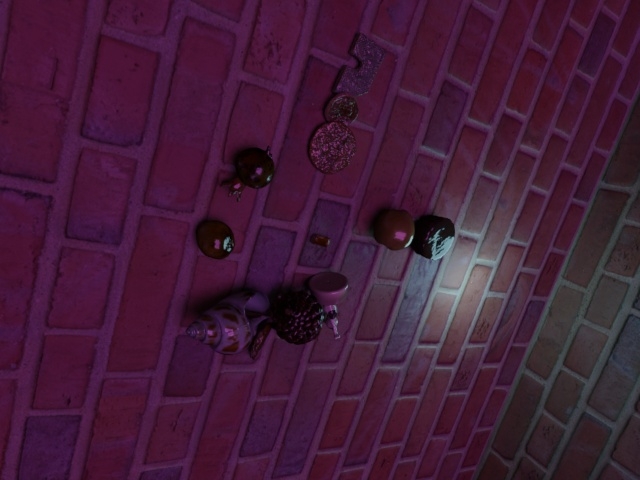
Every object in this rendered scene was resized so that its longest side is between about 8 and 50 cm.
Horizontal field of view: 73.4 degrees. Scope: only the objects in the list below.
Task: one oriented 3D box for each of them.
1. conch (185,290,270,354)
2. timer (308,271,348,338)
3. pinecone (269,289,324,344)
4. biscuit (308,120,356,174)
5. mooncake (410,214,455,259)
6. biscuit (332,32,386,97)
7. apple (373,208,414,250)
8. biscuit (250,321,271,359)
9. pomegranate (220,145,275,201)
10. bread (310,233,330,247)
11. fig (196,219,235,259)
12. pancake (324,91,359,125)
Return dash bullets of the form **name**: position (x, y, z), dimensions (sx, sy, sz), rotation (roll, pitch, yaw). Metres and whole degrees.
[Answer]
- **conch**: position (-0.343, 0.312, 1.649), dimensions (0.368, 0.198, 0.249), rotation (-6, 111, -76)
- **timer**: position (0.041, 0.294, 1.918), dimensions (0.176, 0.175, 0.265), rotation (-17, 120, -24)
- **pinecone**: position (-0.090, 0.326, 1.794), dimensions (0.224, 0.224, 0.272), rotation (-44, 150, -9)
- **biscuit**: position (0.050, -0.373, 1.738), dimensions (0.220, 0.033, 0.219), rotation (-12, 120, -22)
- **mooncake**: position (0.549, -0.019, 2.119), dimensions (0.229, 0.124, 0.227), rotation (-15, 117, -30)
- **biscuit**: position (0.152, -0.668, 1.685), dimensions (0.147, 0.046, 0.249), rotation (22, 96, -35)
- **apple**: position (0.334, -0.047, 1.946), dimensions (0.200, 0.200, 0.199), rotation (-11, 113, -27)
- **biscuit**: position (-0.257, 0.428, 1.801), dimensions (0.031, 0.176, 0.228), rotation (31, 112, 5)
- **pomegranate**: position (-0.264, -0.247, 1.546), dimensions (0.220, 0.156, 0.156), rotation (-28, 120, -8)
- **bread**: position (0.000, 0.000, 1.858), dimensions (0.083, 0.036, 0.046), rotation (17, 107, -35)
- **fig**: position (-0.383, -0.003, 1.581), dimensions (0.136, 0.121, 0.152), rotation (-41, 110, -56)
- **pancake**: position (0.088, -0.511, 1.695), dimensions (0.152, 0.025, 0.151), rotation (-17, 135, -17)
